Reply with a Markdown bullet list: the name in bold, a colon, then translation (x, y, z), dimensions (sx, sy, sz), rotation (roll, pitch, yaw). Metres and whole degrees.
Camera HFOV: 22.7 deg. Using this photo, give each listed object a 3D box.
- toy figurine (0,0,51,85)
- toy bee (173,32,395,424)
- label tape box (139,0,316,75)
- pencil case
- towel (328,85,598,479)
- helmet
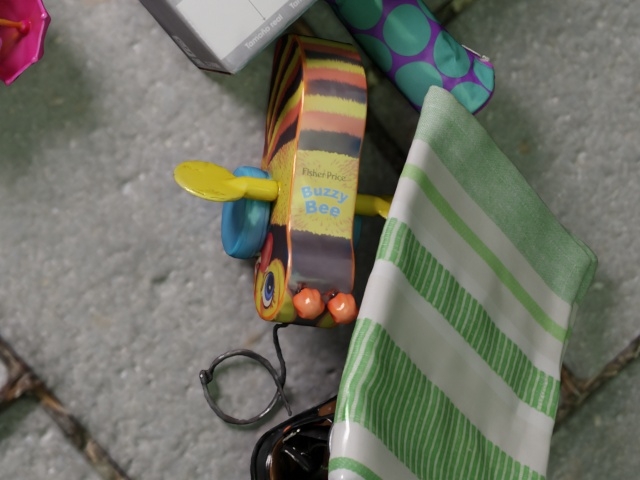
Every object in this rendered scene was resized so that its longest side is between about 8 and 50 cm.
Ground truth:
- **toy figurine**: translation (-0.260, -0.161, 1.086), dimensions (0.159, 0.130, 0.173), rotation (42, 50, -30)
- **toy bee**: translation (0.000, 0.000, 1.176), dimensions (0.195, 0.162, 0.298), rotation (-14, 103, -16)
- **label tape box**: translation (-0.092, -0.318, 1.120), dimensions (0.240, 0.106, 0.334), rotation (-43, 109, -6)
- **pencil case**: translation (0.068, -0.159, 1.218), dimensions (0.070, 0.064, 0.152), rotation (-44, 108, -3)
- **towel**: translation (0.112, 0.087, 1.173), dimensions (0.248, 0.038, 0.325), rotation (44, 52, -38)
- **helmet**: translation (0.040, 0.200, 1.221), dimensions (0.169, 0.169, 0.162), rotation (-26, 91, -11)
